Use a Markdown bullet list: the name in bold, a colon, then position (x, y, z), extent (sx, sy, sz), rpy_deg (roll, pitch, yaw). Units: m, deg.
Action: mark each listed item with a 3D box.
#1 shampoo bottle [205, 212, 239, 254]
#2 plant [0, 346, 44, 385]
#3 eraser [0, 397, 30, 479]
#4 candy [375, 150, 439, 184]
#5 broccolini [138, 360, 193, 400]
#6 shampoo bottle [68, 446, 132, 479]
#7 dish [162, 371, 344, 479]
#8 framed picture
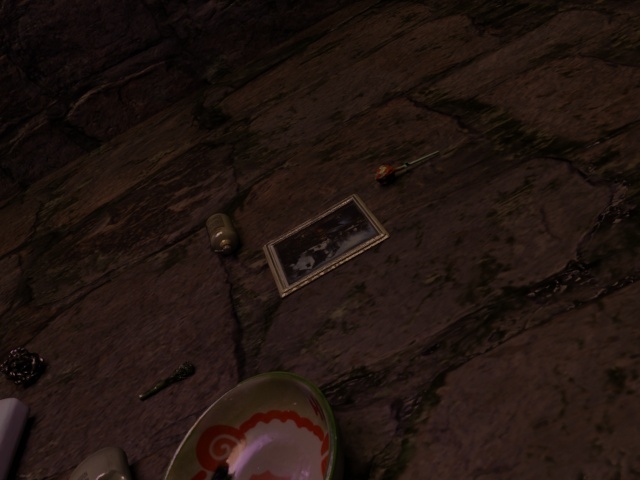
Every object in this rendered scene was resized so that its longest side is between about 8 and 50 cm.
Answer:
- **shampoo bottle**: position (-0.272, -0.010, 1.385), extent (0.079, 0.079, 0.162), rpy_deg (-32, 36, -2)
- **plant**: position (-0.820, 0.338, 1.349), extent (0.143, 0.092, 0.094), rpy_deg (1, 38, 44)
- **eraser**: position (-0.776, 0.512, 1.093), extent (0.189, 0.104, 0.290), rpy_deg (-29, 35, 9)
- **candy**: position (0.228, -0.199, 1.300), extent (0.185, 0.049, 0.055), rpy_deg (-24, -8, -2)
- **broccolini**: position (-0.344, 0.311, 1.101), extent (0.140, 0.030, 0.035), rpy_deg (-32, 27, 5)
- **shampoo bottle**: position (-0.364, 0.479, 0.859), extent (0.118, 0.087, 0.234), rpy_deg (-42, 38, -15)
- **dish**: position (-0.089, 0.377, 0.767), extent (0.324, 0.124, 0.324), rpy_deg (-25, 34, 18)
- **framed picture**: position (0.000, 0.000, 1.236), extent (0.296, 0.019, 0.232), rpy_deg (-30, 36, 0)
